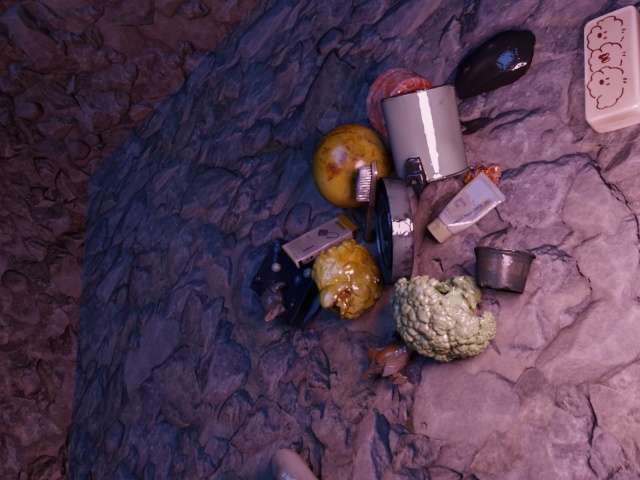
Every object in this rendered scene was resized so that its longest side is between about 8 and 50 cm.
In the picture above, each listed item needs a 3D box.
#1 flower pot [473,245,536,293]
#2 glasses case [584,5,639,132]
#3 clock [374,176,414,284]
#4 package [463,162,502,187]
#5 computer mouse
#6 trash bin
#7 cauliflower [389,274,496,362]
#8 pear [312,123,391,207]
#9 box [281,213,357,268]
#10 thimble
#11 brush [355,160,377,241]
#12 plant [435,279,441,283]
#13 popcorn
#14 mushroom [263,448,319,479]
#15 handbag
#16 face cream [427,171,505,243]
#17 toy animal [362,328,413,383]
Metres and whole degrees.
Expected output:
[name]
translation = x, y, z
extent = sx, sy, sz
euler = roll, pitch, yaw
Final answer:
[flower pot]
translation = 0.467, 0.079, 1.670
extent = 0.157, 0.157, 0.107
euler = 1, 80, 47
[glasses case]
translation = 0.778, -0.453, 1.717
extent = 0.144, 0.076, 0.336
euler = -14, 57, 41
[clock]
translation = 0.212, -0.031, 1.901
extent = 0.066, 0.319, 0.319
euler = -5, 53, -3
[package]
translation = 0.475, -0.190, 1.908
extent = 0.110, 0.033, 0.077
euler = 16, 69, 45
[computer mouse]
translation = 0.532, -0.558, 2.033
extent = 0.295, 0.087, 0.168
euler = -18, 57, 42
[trash bin]
translation = 0.310, -0.315, 1.928
extent = 0.217, 0.277, 0.262
euler = -6, 104, 32
[cauliflower]
translation = 0.325, 0.186, 1.732
extent = 0.250, 0.275, 0.272
euler = -38, -6, -31
[pear]
translation = 0.100, -0.244, 2.159
extent = 0.280, 0.280, 0.281
euler = -25, 50, 35
[box]
translation = 0.000, 0.000, 2.213
extent = 0.247, 0.033, 0.129
euler = -28, 34, -10
[thimble]
translation = 0.272, -0.430, 2.119
extent = 0.239, 0.239, 0.162
euler = -53, 35, 8
[brush]
translation = 0.137, -0.113, 2.029
extent = 0.065, 0.327, 0.070
euler = -1, 48, -1
[plant]
translation = 0.302, 0.140, 1.874
extent = 0.102, 0.051, 0.051
euler = -21, 52, 31
[popcorn]
translation = 0.087, 0.123, 1.976
extent = 0.192, 0.233, 0.266
euler = -13, 32, 35
[mushroom]
translation = -0.049, 0.723, 1.850
extent = 0.328, 0.122, 0.159
euler = 23, 120, 51
[handbag]
translation = -0.118, 0.155, 2.261
extent = 0.325, 0.118, 0.269
euler = 31, 91, 53
[face cream]
translation = 0.415, -0.090, 1.886
extent = 0.224, 0.070, 0.114
euler = -42, 59, 15
[toy animal]
translation = 0.192, 0.328, 1.857
extent = 0.188, 0.089, 0.179
euler = -33, 29, 29
